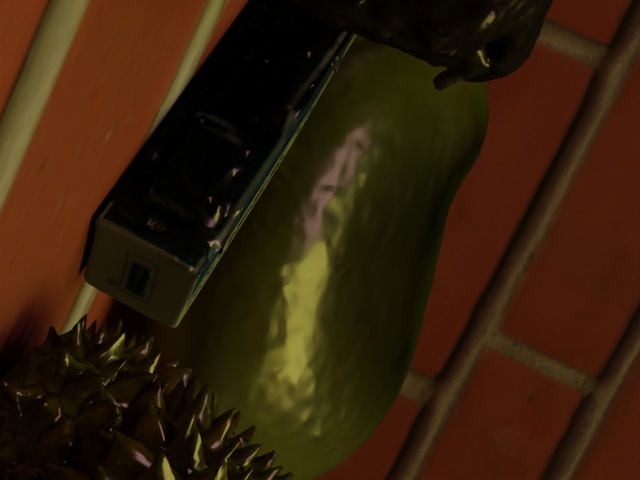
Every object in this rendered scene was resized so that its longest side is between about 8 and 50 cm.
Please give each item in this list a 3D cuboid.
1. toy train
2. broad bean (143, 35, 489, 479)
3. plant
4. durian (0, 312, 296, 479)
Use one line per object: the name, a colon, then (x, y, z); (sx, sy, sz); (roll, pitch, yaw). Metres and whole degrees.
toy train: (-0.030, -0.063, 0.825); (0.234, 0.052, 0.051); (-60, 177, -40)
broad bean: (0.001, 0.000, 0.975); (0.238, 0.119, 0.291); (73, 39, -59)
plant: (0.036, -0.131, 0.669); (0.203, 0.131, 0.142); (-55, 167, -70)
durian: (-0.095, 0.162, 0.702); (0.237, 0.176, 0.200); (-50, 152, -17)
